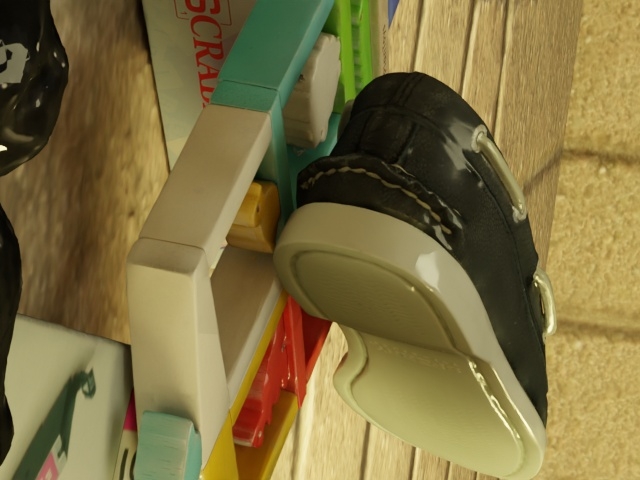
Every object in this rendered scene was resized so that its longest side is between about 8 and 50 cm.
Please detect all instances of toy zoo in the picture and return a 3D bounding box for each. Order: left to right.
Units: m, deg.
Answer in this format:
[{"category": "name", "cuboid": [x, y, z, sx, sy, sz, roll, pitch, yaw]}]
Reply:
[{"category": "toy zoo", "cuboid": [-0.024, 0.004, 0.821, 0.192, 0.030, 0.293, 86, 21, -48]}]

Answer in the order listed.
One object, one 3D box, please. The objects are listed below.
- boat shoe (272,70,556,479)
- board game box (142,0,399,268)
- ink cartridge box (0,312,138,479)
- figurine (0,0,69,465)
[{"category": "boat shoe", "cuboid": [0.060, 0.029, 0.873, 0.302, 0.114, 0.091, 71, 38, -66]}, {"category": "board game box", "cuboid": [-0.008, -0.202, 0.944, 0.318, 0.066, 0.318, 85, 19, -48]}, {"category": "ink cartridge box", "cuboid": [-0.126, 0.147, 0.686, 0.275, 0.060, 0.238, 35, 64, -76]}, {"category": "figurine", "cuboid": [-0.107, 0.045, 0.410, 0.209, 0.092, 0.215, 113, -16, -45]}]
